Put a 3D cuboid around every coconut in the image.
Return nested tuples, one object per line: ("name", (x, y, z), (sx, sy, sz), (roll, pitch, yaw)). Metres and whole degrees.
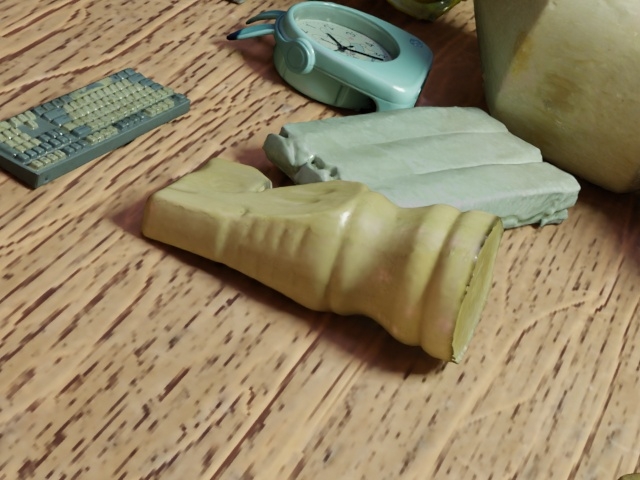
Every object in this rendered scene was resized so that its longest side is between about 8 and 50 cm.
("coconut", (0.223, -0.155, 1.227), (0.241, 0.241, 0.241), (17, 30, -10))

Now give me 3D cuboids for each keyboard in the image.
("keyboard", (-0.149, -0.075, 1.036), (0.055, 0.014, 0.176), (29, 30, 16))

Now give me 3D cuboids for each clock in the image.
("clock", (0.008, -0.140, 1.216), (0.147, 0.045, 0.108), (24, 29, 3))

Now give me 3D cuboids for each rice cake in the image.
("rice cake", (0.070, -0.044, 1.111), (0.211, 0.038, 0.124), (-14, 47, -46))

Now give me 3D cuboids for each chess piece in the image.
("chess piece", (0.000, 0.000, 0.963), (0.200, 0.090, 0.090), (18, 28, 13))

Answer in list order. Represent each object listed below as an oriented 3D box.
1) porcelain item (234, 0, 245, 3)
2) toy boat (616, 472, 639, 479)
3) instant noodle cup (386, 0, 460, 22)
("porcelain item", (-0.069, -0.216, 1.304), (0.036, 0.028, 0.083), (-3, 37, -11))
("toy boat", (0.233, 0.188, 0.828), (0.188, 0.061, 0.116), (14, 29, -15))
("instant noodle cup", (0.143, -0.373, 1.333), (0.325, 0.254, 0.325), (34, 47, -47))
